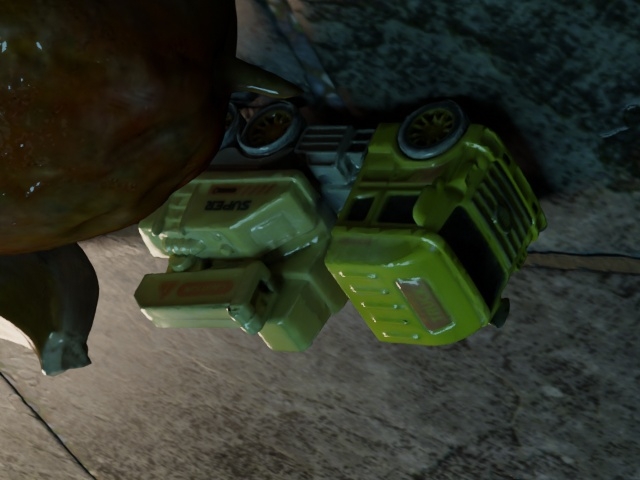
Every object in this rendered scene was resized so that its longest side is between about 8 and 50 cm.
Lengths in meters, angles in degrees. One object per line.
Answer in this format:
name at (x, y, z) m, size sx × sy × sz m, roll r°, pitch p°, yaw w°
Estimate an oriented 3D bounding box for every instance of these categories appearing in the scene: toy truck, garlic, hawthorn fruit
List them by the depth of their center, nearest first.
hawthorn fruit at (-0.154, -0.120, 1.159) m, size 0.298 × 0.277 × 0.277 m, roll 10°, pitch 149°, yaw 7°
toy truck at (0.000, 0.000, 1.329) m, size 0.272 × 0.157 × 0.124 m, roll 2°, pitch 144°, yaw 35°
garlic at (-0.271, 0.041, 1.627) m, size 0.198 × 0.129 × 0.090 m, roll 7°, pitch 162°, yaw 23°
